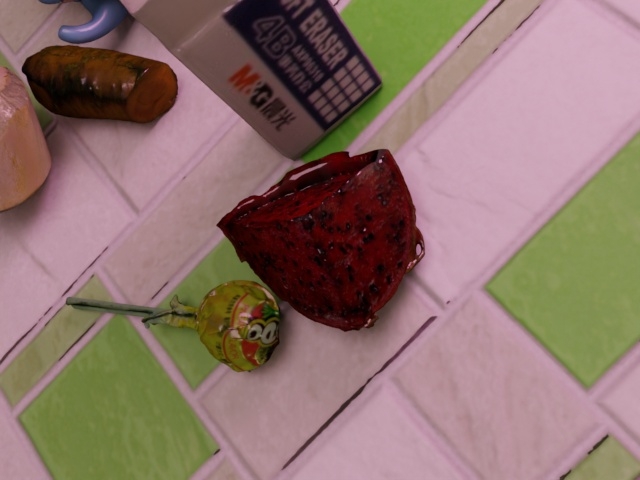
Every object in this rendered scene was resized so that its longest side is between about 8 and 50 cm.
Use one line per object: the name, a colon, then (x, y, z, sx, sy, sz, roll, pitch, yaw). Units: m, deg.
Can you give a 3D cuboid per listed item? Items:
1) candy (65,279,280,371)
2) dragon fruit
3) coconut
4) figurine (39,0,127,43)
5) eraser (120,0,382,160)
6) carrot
candy: (-0.149, 0.071, 0.778, 0.262, 0.073, 0.077, 3, 58, 32)
dragon fruit: (0.002, -0.001, 0.725, 0.161, 0.120, 0.127, -1, 116, 48)
coconut: (-0.371, -0.098, 0.874, 0.147, 0.153, 0.147, -2, 37, 1)
figurine: (-0.256, -0.319, 0.883, 0.180, 0.154, 0.262, -46, 57, -11)
eraser: (-0.052, -0.176, 0.677, 0.124, 0.279, 0.081, -39, 63, 8)
carrot: (-0.241, -0.168, 0.871, 0.173, 0.082, 0.082, 16, 82, 26)
